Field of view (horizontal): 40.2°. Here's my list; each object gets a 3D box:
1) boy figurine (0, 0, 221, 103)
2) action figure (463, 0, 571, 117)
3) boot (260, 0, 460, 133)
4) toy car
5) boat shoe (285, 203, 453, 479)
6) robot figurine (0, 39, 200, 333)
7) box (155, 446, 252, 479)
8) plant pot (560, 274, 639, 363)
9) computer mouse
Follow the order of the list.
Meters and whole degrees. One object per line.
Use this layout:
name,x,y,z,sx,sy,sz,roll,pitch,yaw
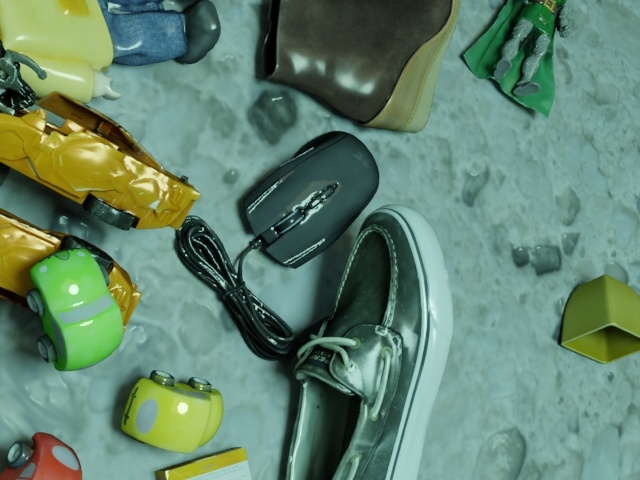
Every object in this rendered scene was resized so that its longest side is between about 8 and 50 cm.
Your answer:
boy figurine,-0.238,-0.207,0.776,0.285,0.092,0.177,-12,86,-37
action figure,0.282,-0.285,1.143,0.137,0.063,0.232,35,58,-16
boot,0.047,-0.253,0.965,0.207,0.090,0.248,19,72,-29
toy car,-0.179,0.117,0.693,0.239,0.053,0.225,-24,119,-35
boat shoe,0.037,0.126,0.815,0.119,0.121,0.335,11,82,-37
robot figurine,-0.259,-0.046,0.700,0.291,0.085,0.211,29,92,-23
box,-0.093,0.262,0.781,0.081,0.028,0.136,-9,85,-33
plant pot,0.351,0.091,1.075,0.081,0.081,0.083,23,54,-25
computer mouse,0.000,0.000,0.887,0.262,0.060,0.184,-35,96,-33
